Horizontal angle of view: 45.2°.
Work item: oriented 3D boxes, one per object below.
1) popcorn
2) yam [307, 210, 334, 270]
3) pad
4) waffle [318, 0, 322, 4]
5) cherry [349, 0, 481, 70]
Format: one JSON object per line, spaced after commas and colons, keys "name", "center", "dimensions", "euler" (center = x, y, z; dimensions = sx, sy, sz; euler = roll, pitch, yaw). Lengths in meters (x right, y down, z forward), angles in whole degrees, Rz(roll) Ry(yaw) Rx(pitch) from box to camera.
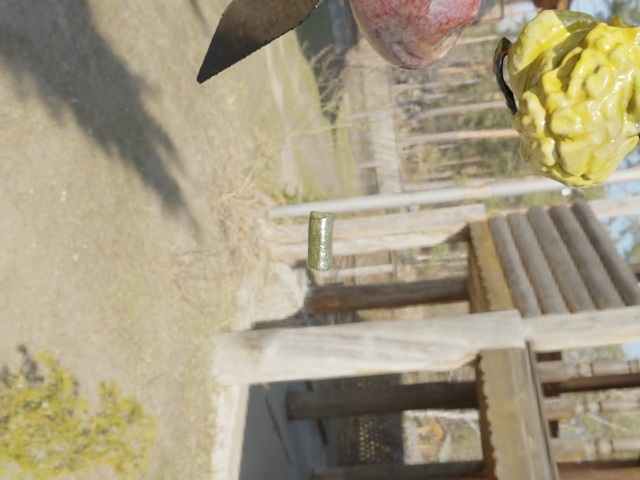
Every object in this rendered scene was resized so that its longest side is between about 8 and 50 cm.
{"name": "popcorn", "center": [0.514, -0.297, 1.575], "dimensions": [0.349, 0.381, 0.349], "euler": [-39, 150, -28]}
{"name": "yam", "center": [0.000, 0.000, 1.223], "dimensions": [0.043, 0.043, 0.094], "euler": [-19, 111, -82]}
{"name": "pad", "center": [-0.036, -0.355, 1.052], "dimensions": [0.055, 0.250, 0.323], "euler": [51, 50, -21]}
{"name": "waffle", "center": [-0.051, -0.586, 1.541], "dimensions": [0.250, 0.261, 0.056], "euler": [47, 6, -33]}
{"name": "cherry", "center": [0.170, -0.447, 1.419], "dimensions": [0.239, 0.206, 0.239], "euler": [37, -41, 41]}
